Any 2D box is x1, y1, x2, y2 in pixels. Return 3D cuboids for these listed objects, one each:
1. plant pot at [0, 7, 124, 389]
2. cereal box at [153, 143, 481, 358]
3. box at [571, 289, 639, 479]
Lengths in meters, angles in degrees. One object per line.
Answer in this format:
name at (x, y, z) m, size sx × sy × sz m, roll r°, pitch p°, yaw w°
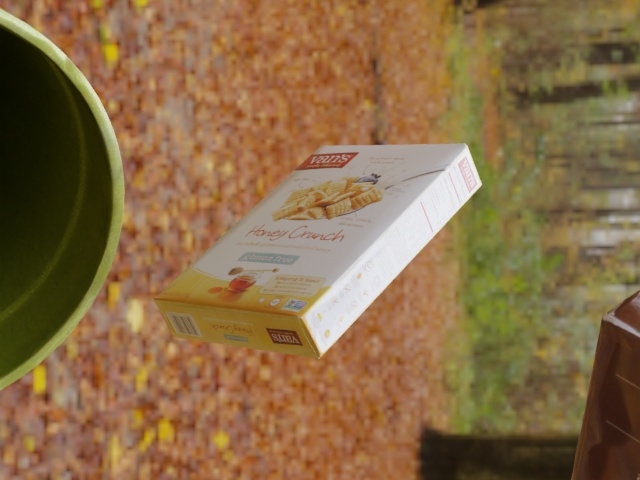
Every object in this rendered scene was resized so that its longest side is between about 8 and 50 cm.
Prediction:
plant pot at (-0.390, -0.092, 1.238) m, size 0.353 × 0.367 × 0.366 m, roll -130°, pitch -151°, yaw -54°
cereal box at (0.000, 0.000, 1.216) m, size 0.240 × 0.173 × 0.047 m, roll -46°, pitch 123°, yaw -35°
box at (0.229, 0.207, 0.773) m, size 0.143 × 0.191 × 0.381 m, roll -26°, pitch 132°, yaw -35°
